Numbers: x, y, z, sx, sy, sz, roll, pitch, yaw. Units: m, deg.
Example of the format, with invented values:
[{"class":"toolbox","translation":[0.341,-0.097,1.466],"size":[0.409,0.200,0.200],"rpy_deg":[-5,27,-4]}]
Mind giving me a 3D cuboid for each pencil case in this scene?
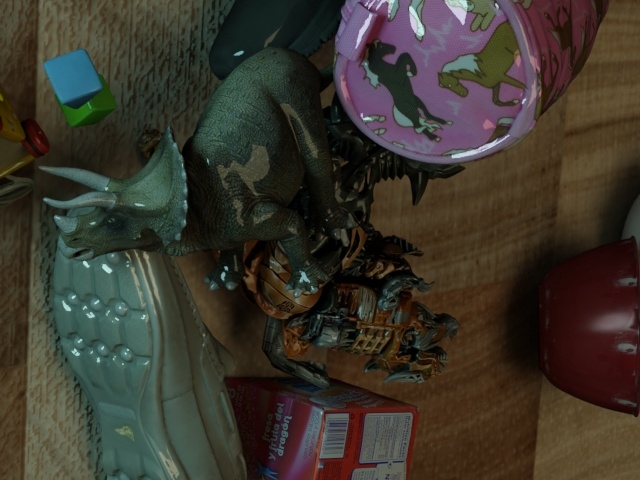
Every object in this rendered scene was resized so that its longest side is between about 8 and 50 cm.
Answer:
[{"class":"pencil case","translation":[0.131,-0.182,1.422],"size":[0.386,0.167,0.160],"rpy_deg":[-51,130,-65]}]

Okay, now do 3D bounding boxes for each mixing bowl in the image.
[{"class":"mixing bowl","translation":[0.267,0.087,1.758],"size":[0.181,0.098,0.181],"rpy_deg":[-1,90,-85]}]

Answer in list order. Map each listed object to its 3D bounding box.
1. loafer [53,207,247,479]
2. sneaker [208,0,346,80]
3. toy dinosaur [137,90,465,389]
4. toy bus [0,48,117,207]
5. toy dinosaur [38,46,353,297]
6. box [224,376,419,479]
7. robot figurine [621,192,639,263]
[{"class":"loafer","translation":[-0.125,0.097,1.365],"size":[0.111,0.112,0.319],"rpy_deg":[-40,132,-44]},{"class":"sneaker","translation":[-0.022,-0.251,1.397],"size":[0.130,0.109,0.286],"rpy_deg":[43,63,-32]},{"class":"toy dinosaur","translation":[0.000,0.000,1.437],"size":[0.322,0.164,0.218],"rpy_deg":[34,86,-48]},{"class":"toy bus","translation":[-0.256,-0.089,1.165],"size":[0.191,0.202,0.104],"rpy_deg":[-19,79,-40]},{"class":"toy dinosaur","translation":[-0.041,-0.063,1.264],"size":[0.313,0.121,0.160],"rpy_deg":[-46,131,-29]},{"class":"box","translation":[-0.019,0.251,1.499],"size":[0.128,0.122,0.257],"rpy_deg":[4,97,-47]},{"class":"robot figurine","translation":[0.457,0.010,1.887],"size":[0.353,0.200,0.300],"rpy_deg":[-2,60,-48]}]
